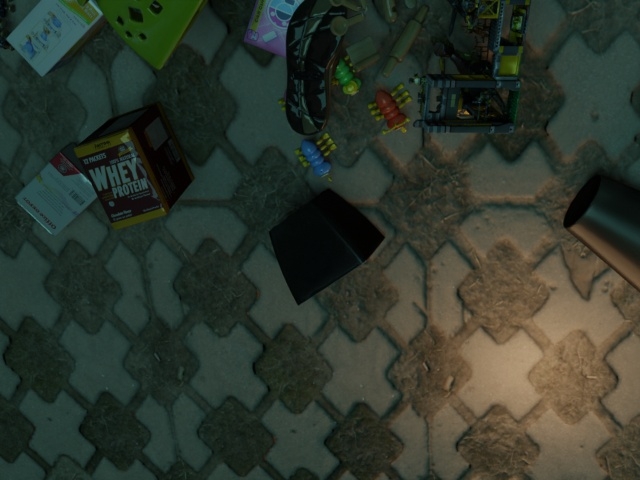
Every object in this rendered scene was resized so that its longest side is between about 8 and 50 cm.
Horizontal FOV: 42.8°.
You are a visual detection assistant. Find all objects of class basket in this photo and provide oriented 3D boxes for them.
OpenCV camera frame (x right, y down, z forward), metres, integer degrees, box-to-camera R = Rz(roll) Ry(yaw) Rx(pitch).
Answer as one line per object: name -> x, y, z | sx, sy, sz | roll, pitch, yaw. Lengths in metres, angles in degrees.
basket -> 0.620, -0.020, 1.646 | 0.227, 0.154, 0.204 | 30, 119, -1

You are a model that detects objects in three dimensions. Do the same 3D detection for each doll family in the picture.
doll family -> -0.700, -0.478, 1.691 | 0.111, 0.076, 0.193 | 12, 112, 9

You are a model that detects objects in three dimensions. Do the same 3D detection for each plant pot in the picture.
plant pot -> 0.000, 0.000, 1.751 | 0.188, 0.187, 0.167 | -36, 92, 23
plant pot -> -0.284, -0.481, 1.424 | 0.207, 0.228, 0.227 | 33, 134, -13

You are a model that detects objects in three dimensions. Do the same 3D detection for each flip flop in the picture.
flip flop -> -0.007, -0.341, 1.582 | 0.112, 0.080, 0.277 | 12, 114, 14

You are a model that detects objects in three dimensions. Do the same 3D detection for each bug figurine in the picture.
bug figurine -> 0.037, -0.255, 1.670 | 0.279, 0.072, 0.216 | -32, 107, 22

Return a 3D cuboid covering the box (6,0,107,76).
box -> -0.512, -0.443, 1.647 | 0.203, 0.114, 0.103 | -36, 104, 25

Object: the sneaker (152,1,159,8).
sneaker -> -0.373, -0.564, 1.575 | 0.153, 0.094, 0.235 | -2, 126, 1

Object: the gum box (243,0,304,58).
gum box -> -0.066, -0.461, 1.591 | 0.107, 0.062, 0.188 | 22, 118, -2

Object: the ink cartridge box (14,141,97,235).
ink cartridge box -> -0.580, -0.115, 1.844 | 0.175, 0.072, 0.127 | -37, 105, 24

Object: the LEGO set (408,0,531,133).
LEGO set -> 0.245, -0.340, 1.492 | 0.192, 0.255, 0.331 | -1, 124, -8

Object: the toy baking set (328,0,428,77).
toy baking set -> 0.119, -0.438, 1.526 | 0.197, 0.030, 0.256 | 41, 78, -32

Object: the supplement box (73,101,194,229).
supplement box -> -0.385, -0.159, 1.721 | 0.129, 0.194, 0.191 | -15, 112, 17
